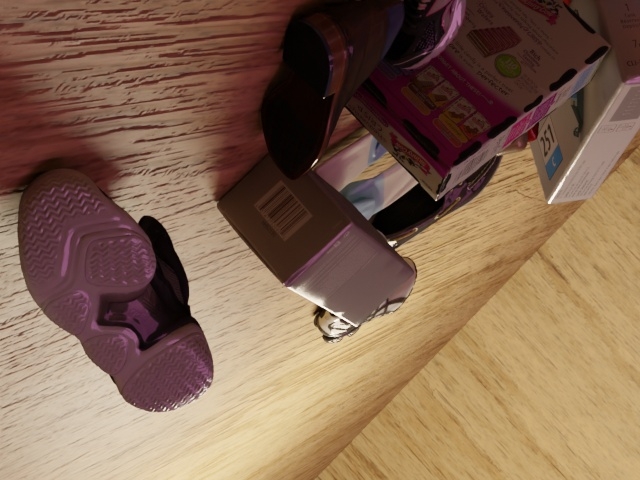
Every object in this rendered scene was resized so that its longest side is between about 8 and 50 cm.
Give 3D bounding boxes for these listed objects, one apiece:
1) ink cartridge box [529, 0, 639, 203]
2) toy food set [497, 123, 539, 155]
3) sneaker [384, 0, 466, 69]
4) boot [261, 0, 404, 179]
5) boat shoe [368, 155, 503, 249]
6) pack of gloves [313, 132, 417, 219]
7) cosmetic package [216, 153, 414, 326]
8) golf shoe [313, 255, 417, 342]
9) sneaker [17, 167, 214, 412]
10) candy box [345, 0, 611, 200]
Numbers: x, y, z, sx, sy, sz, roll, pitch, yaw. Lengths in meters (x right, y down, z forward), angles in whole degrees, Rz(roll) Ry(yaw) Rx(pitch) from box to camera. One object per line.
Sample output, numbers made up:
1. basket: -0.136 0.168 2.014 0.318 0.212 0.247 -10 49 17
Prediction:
1. ink cartridge box: 0.286 -0.219 1.620 0.066 0.261 0.296 -7 157 -11
2. toy food set: 0.173 -0.160 1.591 0.105 0.111 0.232 -11 -137 24
3. sneaker: 0.099 -0.237 1.323 0.077 0.072 0.178 -6 135 -50
4. boot: 0.015 -0.139 1.322 0.106 0.082 0.219 -33 162 -27
5. boat shoe: 0.157 -0.069 1.977 0.228 0.081 0.069 -41 171 3
6. pack of gloves: 0.053 -0.093 1.724 0.232 0.046 0.195 -38 154 -28
7. cosmetic package: 0.000 0.000 1.554 0.107 0.127 0.238 -43 155 2
8. golf shoe: 0.080 0.084 2.263 0.198 0.077 0.094 -39 167 -22
9. sneaker: -0.181 0.017 1.219 0.101 0.153 0.268 -26 131 1
10. candy box: 0.150 -0.169 1.448 0.233 0.159 0.071 -37 164 -23
